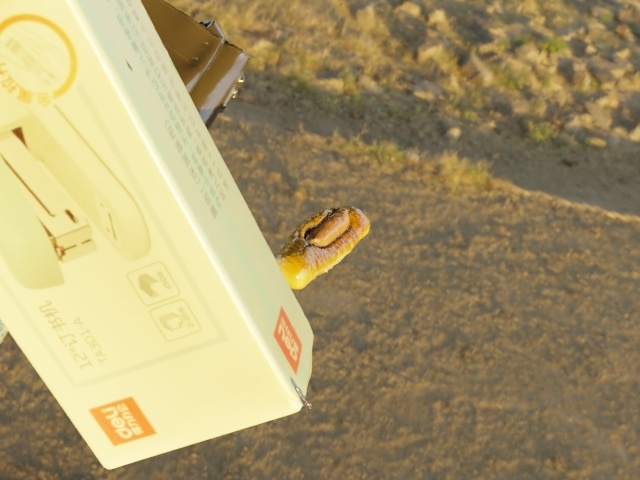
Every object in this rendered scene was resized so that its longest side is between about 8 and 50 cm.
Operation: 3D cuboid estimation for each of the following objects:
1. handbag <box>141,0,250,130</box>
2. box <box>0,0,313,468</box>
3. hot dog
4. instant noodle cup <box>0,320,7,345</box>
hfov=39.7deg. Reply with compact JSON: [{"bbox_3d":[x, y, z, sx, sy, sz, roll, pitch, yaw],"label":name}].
[{"bbox_3d":[-0.236,-0.169,0.849,0.285,0.257,0.113,40,-11,-8],"label":"handbag"},{"bbox_3d":[-0.112,-0.008,0.475,0.135,0.269,0.079,-19,25,15],"label":"box"},{"bbox_3d":[0.000,-0.001,0.703,0.044,0.028,0.137,37,34,12],"label":"hot dog"},{"bbox_3d":[-0.354,-0.011,0.652,0.254,0.244,0.244,11,31,-13],"label":"instant noodle cup"}]
